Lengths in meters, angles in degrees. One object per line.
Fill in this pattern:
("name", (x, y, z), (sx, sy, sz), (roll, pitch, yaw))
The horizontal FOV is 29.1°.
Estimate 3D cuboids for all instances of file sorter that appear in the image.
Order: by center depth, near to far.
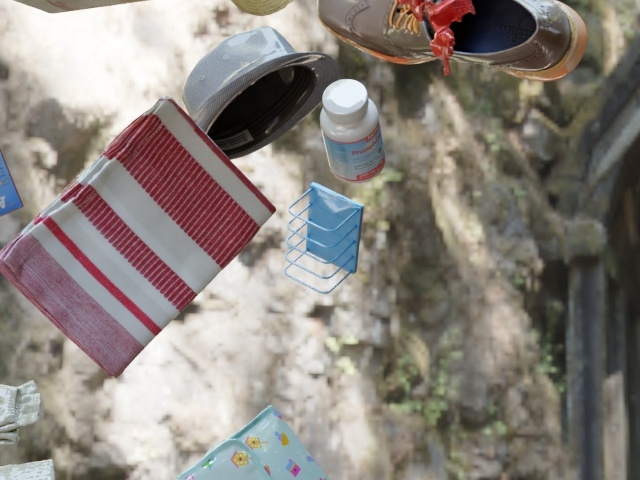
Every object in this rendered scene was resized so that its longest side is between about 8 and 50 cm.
("file sorter", (0.000, 0.000, 2.374), (0.118, 0.104, 0.170), (27, -45, 24))

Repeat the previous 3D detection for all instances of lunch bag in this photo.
("lunch bag", (-0.122, 0.454, 2.203), (0.160, 0.223, 0.262), (-42, -7, 35))

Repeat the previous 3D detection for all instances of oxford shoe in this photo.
("oxford shoe", (0.134, -0.280, 1.494), (0.363, 0.130, 0.132), (13, 4, 32))

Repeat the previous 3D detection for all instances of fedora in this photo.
("fedora", (-0.116, -0.251, 1.983), (0.275, 0.124, 0.243), (-40, -21, 18))

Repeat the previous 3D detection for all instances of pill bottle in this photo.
("pill bottle", (0.046, -0.162, 1.824), (0.087, 0.087, 0.160), (-1, -33, 10))

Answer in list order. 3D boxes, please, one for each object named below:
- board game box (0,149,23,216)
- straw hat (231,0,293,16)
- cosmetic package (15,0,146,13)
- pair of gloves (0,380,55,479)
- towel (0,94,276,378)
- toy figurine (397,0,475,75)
("board game box", (-0.535, -0.052, 1.572), (0.281, 0.145, 0.027), (-27, 22, -24))
("straw hat", (-0.088, -0.312, 1.359), (0.144, 0.144, 0.061), (-11, 10, 42))
("cosmetic package", (-0.252, -0.344, 1.348), (0.129, 0.153, 0.296), (18, -7, -43))
("pair of gloves", (-0.562, 0.363, 2.098), (0.204, 0.240, 0.042), (-15, -27, -6))
("towel", (-0.245, -0.005, 1.671), (0.237, 0.329, 0.037), (47, -9, -20))
("toy figurine", (0.134, -0.379, 1.262), (0.217, 0.363, 0.191), (-28, -25, 2))
